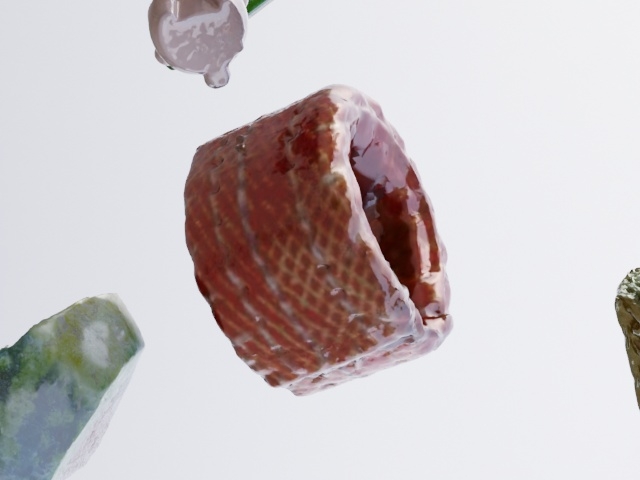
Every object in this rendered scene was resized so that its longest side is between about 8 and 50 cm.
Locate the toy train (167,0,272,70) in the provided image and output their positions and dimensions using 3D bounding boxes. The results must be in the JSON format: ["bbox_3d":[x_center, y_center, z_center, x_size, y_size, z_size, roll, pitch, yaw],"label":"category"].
[{"bbox_3d":[-0.148,-0.315,1.970,0.209,0.042,0.044,-35,-91,12],"label":"toy train"}]

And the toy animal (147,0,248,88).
[{"bbox_3d":[-0.140,-0.250,1.510,0.212,0.124,0.124,-112,-136,-67],"label":"toy animal"}]

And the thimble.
[{"bbox_3d":[0.000,0.000,1.637,0.230,0.350,0.350,-22,-122,22],"label":"thimble"}]

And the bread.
[{"bbox_3d":[0.357,0.151,1.359,0.098,0.087,0.270,21,-46,59],"label":"bread"}]

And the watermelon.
[{"bbox_3d":[-0.359,0.188,1.639,0.310,0.193,0.232,-54,172,-38],"label":"watermelon"}]
